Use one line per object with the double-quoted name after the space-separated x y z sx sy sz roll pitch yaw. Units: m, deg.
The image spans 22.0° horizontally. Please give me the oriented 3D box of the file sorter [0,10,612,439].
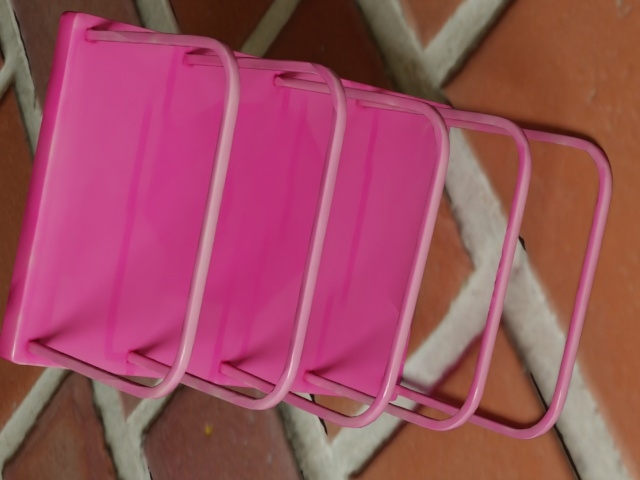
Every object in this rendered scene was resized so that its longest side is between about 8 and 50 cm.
0.000 0.000 0.955 0.182 0.291 0.202 13 93 52 "file sorter"
